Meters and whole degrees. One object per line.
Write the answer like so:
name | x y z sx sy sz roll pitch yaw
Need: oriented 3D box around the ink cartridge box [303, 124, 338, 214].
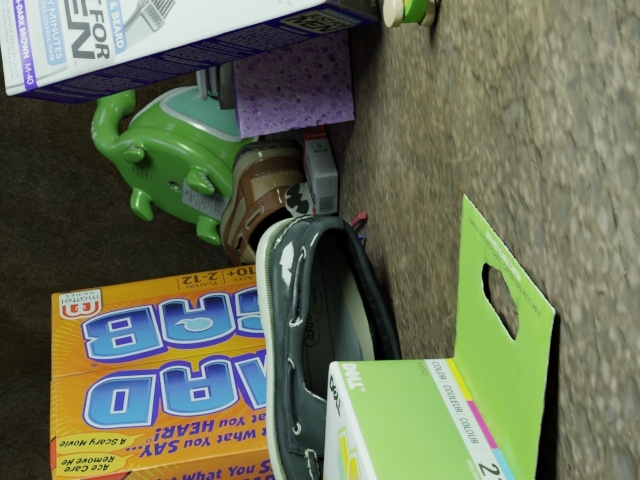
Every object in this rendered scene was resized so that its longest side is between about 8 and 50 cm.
ink cartridge box | -0.004 -0.092 1.378 0.063 0.029 0.115 90 168 -49

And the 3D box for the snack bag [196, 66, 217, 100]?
snack bag | -0.188 -0.426 1.676 0.343 0.037 0.323 93 167 -49

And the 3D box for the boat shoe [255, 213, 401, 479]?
boat shoe | 0.026 0.137 1.089 0.113 0.127 0.340 -21 73 59

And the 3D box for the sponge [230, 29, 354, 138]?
sponge | -0.032 -0.207 1.138 0.031 0.117 0.210 -117 20 -64

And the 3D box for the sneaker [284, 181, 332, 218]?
sneaker | 0.000 0.000 1.396 0.170 0.068 0.071 -94 -13 -49

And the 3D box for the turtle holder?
turtle holder | -0.246 -0.160 2.122 0.227 0.320 0.243 -61 -35 -29

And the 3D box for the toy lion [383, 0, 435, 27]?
toy lion | 0.060 -0.210 0.806 0.096 0.034 0.100 106 155 -54

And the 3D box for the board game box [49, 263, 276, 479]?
board game box | -0.136 0.282 1.511 0.356 0.356 0.357 -109 13 -55

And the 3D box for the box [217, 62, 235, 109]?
box | -0.123 -0.343 1.762 0.113 0.094 0.275 115 146 -75

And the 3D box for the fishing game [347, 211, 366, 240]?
fishing game | 0.039 0.108 1.238 0.189 0.041 0.264 142 120 -78

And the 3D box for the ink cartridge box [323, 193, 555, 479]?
ink cartridge box | 0.065 0.120 0.766 0.189 0.097 0.255 -111 22 -65

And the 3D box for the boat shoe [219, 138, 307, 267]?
boat shoe | -0.073 -0.008 1.648 0.324 0.122 0.120 94 163 -60

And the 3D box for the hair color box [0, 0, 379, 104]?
hair color box | -0.130 -0.246 1.037 0.110 0.338 0.185 -1 -99 -63
